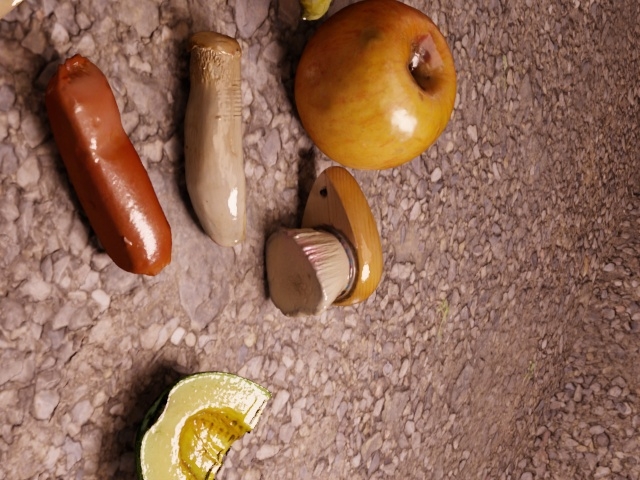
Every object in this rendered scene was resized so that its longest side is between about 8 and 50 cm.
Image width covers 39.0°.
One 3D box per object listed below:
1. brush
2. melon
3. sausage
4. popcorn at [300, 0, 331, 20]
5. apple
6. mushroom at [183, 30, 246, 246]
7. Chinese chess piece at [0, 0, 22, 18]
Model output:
[{"bbox_3d":[0.000,0.000,1.649,0.166,0.174,0.266,-9,97,-42],"label":"brush"},{"bbox_3d":[-0.223,0.314,1.461,0.169,0.129,0.265,42,66,-24],"label":"melon"},{"bbox_3d":[-0.301,-0.095,1.276,0.097,0.094,0.348,-58,138,-47],"label":"sausage"},{"bbox_3d":[0.016,-0.556,1.442,0.274,0.279,0.335,-18,155,-51],"label":"popcorn"},{"bbox_3d":[0.091,-0.275,1.626,0.299,0.275,0.298,4,84,-45],"label":"apple"},{"bbox_3d":[-0.162,-0.157,1.449,0.123,0.095,0.351,-38,131,-65],"label":"mushroom"},{"bbox_3d":[-0.377,-0.299,0.978,0.112,0.270,0.270,51,56,-26],"label":"Chinese chess piece"}]
